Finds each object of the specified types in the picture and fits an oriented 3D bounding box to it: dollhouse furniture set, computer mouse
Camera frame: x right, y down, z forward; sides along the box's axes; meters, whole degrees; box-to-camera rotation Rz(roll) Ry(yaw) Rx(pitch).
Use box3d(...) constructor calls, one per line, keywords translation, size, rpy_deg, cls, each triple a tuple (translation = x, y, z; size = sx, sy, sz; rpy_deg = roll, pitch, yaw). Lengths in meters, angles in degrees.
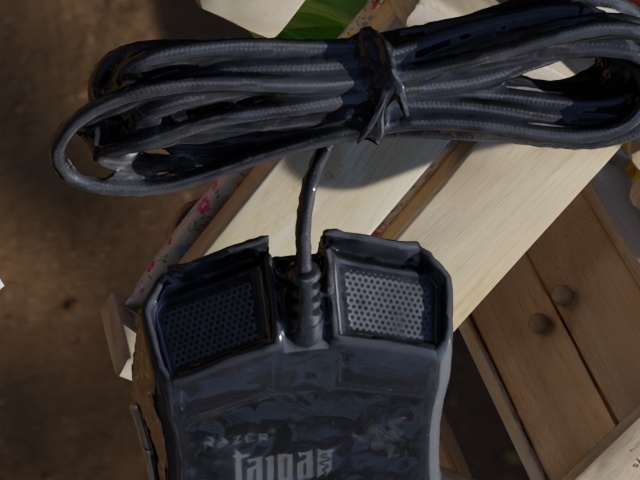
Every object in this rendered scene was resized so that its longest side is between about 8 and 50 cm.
box3d(translation=(0.000, 0.000, 0.827), size=(0.355, 0.174, 0.303), rpy_deg=(24, 118, -34), cls="dollhouse furniture set")
box3d(translation=(0.027, 0.032, 0.563), size=(0.184, 0.060, 0.262), rpy_deg=(-10, 128, -5), cls="computer mouse")

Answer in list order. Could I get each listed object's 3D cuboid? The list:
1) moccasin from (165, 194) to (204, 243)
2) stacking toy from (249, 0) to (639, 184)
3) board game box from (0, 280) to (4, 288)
box3d(translation=(0.077, -0.015, 1.309), size=(0.380, 0.147, 0.139), rpy_deg=(-27, 70, -14), cls="moccasin")
box3d(translation=(0.073, -0.168, 1.035), size=(0.130, 0.279, 0.309), rpy_deg=(-62, 147, -14), cls="stacking toy")
box3d(translation=(-0.284, 0.009, 1.369), size=(0.020, 0.090, 0.090), rpy_deg=(-42, 109, -45), cls="board game box")
